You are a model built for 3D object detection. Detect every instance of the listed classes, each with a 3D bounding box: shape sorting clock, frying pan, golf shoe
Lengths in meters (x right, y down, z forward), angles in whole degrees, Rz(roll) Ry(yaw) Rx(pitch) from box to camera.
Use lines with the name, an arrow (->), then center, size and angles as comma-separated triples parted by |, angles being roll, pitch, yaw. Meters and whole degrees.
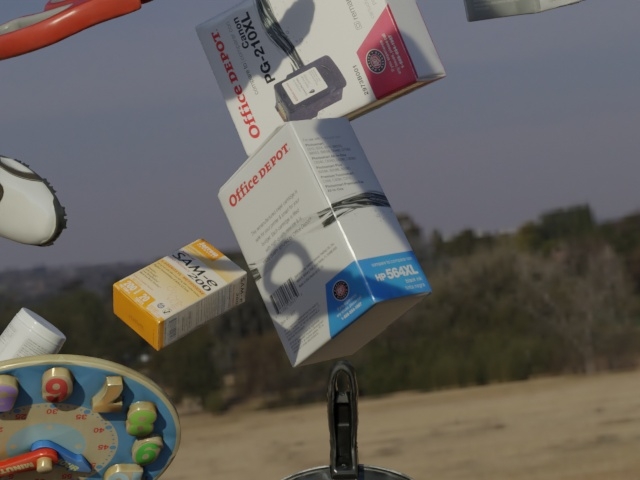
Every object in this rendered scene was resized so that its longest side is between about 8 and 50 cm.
shape sorting clock -> -0.208, 0.156, 1.068 | 0.206, 0.040, 0.206 | -7, -39, -6
frying pan -> 0.048, 0.256, 1.417 | 0.197, 0.053, 0.326 | 14, -47, -15
golf shoe -> -0.329, -0.054, 1.307 | 0.198, 0.077, 0.094 | 35, 16, 1

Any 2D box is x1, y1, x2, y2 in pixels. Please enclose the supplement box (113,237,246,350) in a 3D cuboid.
supplement box -> -0.119, 0.044, 1.202 | 0.098, 0.036, 0.062 | -30, 52, -35

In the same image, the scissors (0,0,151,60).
scissors -> -0.101, -0.144, 0.836 | 0.109, 0.021, 0.297 | -36, 24, -35

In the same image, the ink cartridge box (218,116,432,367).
ink cartridge box -> 0.000, 0.000, 1.392 | 0.086, 0.203, 0.148 | -9, -23, -41

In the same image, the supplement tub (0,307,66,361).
supplement tub -> -0.373, 0.145, 1.747 | 0.071, 0.107, 0.071 | 37, -2, 2

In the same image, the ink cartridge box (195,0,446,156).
ink cartridge box -> -0.002, -0.218, 1.628 | 0.237, 0.172, 0.100 | -23, 0, 28

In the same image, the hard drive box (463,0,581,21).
hard drive box -> 0.196, -0.320, 1.203 | 0.181, 0.232, 0.089 | -19, 14, -35
